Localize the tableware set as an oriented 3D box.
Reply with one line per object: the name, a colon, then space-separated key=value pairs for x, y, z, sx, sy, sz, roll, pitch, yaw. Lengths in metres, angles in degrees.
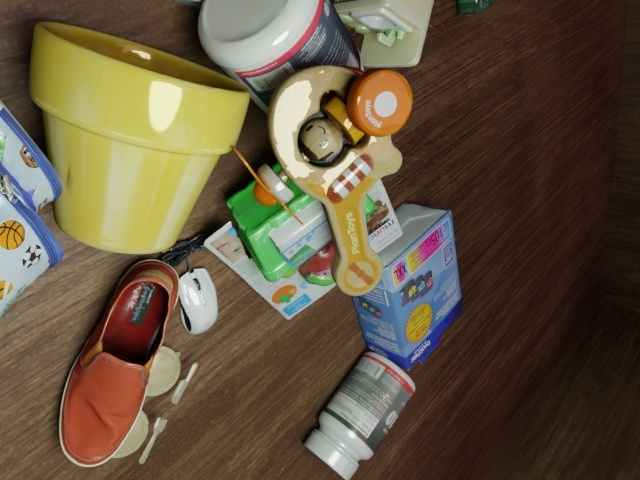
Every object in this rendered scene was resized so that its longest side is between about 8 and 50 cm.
tableware set: x=-0.316 y=0.271 z=0.810 sx=0.128 sy=0.039 sz=0.194 roll=36 pitch=71 yaw=-29

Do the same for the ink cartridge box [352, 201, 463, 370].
ink cartridge box: x=0.231 y=0.138 z=1.225 sx=0.270 sy=0.151 sz=0.395 roll=-37 pitch=128 yaw=-30

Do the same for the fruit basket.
fruit basket: x=0.000 y=0.000 z=0.902 sx=0.327 sy=0.165 sz=0.353 roll=-36 pitch=137 yaw=-2

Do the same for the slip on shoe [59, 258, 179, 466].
slip on shoe: x=-0.309 y=0.188 z=0.720 sx=0.123 sy=0.101 sz=0.331 roll=23 pitch=86 yaw=-17

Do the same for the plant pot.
plant pot: x=-0.246 y=-0.124 z=0.622 sx=0.254 sy=0.254 sz=0.239 roll=0 pitch=119 yaw=-44

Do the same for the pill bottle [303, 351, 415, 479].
pill bottle: x=0.098 y=0.438 z=1.182 sx=0.283 sy=0.161 sz=0.161 roll=-49 pitch=132 yaw=-21

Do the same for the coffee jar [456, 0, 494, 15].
coffee jar: x=0.367 y=-0.656 z=1.140 sx=0.096 sy=0.079 sz=0.184 roll=-43 pitch=129 yaw=-26

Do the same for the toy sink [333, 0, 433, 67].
toy sink: x=0.120 y=-0.473 z=0.909 sx=0.131 sy=0.153 sz=0.234 roll=5 pitch=101 yaw=-45

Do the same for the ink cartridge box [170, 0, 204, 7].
ink cartridge box: x=-0.157 y=-0.471 z=0.715 sx=0.223 sy=0.045 sz=0.224 roll=-11 pitch=111 yaw=-42

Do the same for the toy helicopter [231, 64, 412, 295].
toy helicopter: x=0.013 y=-0.065 z=0.681 sx=0.235 sy=0.140 sz=0.355 roll=-21 pitch=117 yaw=-14

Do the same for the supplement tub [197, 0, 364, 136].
supplement tub: x=-0.044 y=-0.292 z=0.753 sx=0.191 sy=0.191 sz=0.272 roll=-65 pitch=151 yaw=-6

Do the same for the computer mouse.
computer mouse: x=-0.219 y=0.088 z=0.842 sx=0.106 sy=0.042 sz=0.193 roll=-27 pitch=121 yaw=-37

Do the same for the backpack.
backpack: x=-0.409 y=-0.039 z=0.483 sx=0.213 sy=0.276 sz=0.263 roll=-49 pitch=136 yaw=-39
